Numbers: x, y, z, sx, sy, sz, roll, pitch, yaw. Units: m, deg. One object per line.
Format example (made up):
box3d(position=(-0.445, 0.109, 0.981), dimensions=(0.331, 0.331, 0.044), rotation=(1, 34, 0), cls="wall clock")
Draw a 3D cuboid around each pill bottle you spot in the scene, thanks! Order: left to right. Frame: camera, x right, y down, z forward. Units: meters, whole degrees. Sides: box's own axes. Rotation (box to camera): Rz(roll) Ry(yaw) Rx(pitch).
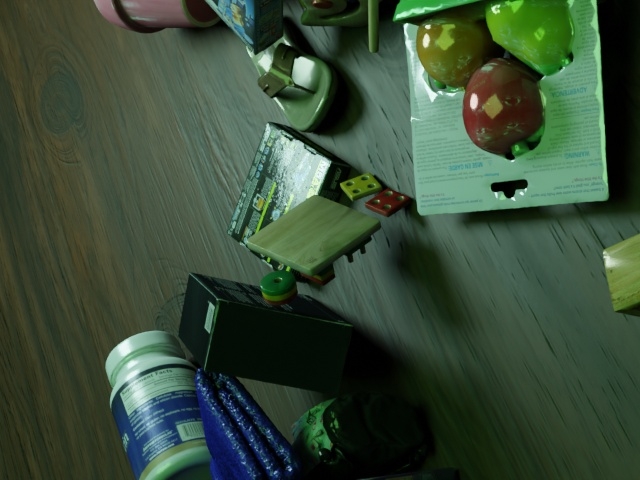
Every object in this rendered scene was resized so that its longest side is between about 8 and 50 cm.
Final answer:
box3d(position=(-0.234, 0.275, 2.185), dimensions=(0.153, 0.153, 0.265), rotation=(-54, 44, 29), cls="pill bottle")

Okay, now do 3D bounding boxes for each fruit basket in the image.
box3d(position=(0.228, -0.215, 1.752), dimensions=(0.327, 0.165, 0.353), rotation=(-5, 94, 51), cls="fruit basket")

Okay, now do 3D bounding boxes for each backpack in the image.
box3d(position=(0.036, 0.266, 1.873), dimensions=(0.182, 0.151, 0.115), rotation=(-47, 42, 51), cls="backpack")

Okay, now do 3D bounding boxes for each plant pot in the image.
box3d(position=(-0.246, -0.429, 2.345), dimensions=(0.180, 0.201, 0.201), rotation=(20, 98, 35), cls="plant pot")

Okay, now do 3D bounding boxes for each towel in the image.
box3d(position=(-0.096, 0.333, 1.918), dimensions=(0.227, 0.076, 0.308), rotation=(46, 153, 36), cls="towel")

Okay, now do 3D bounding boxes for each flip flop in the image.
box3d(position=(-0.059, -0.258, 2.144), dimensions=(0.112, 0.080, 0.277), rotation=(-58, 43, 25), cls="flip flop")

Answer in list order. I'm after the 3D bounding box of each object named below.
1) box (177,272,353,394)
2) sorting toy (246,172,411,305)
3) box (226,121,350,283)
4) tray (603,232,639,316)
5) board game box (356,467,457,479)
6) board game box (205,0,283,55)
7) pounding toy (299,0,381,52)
box3d(position=(-0.081, 0.122, 1.933), dimensions=(0.261, 0.184, 0.103), rotation=(-154, 74, -76), cls="box")
box3d(position=(0.000, 0.000, 1.923), dimensions=(0.132, 0.274, 0.046), rotation=(23, 137, 42), cls="sorting toy")
box3d(position=(-0.051, -0.059, 2.119), dimensions=(0.184, 0.045, 0.191), rotation=(33, 107, 47), cls="box")
box3d(position=(0.484, -0.019, 1.308), dimensions=(0.411, 0.202, 0.076), rotation=(-28, 60, 45), cls="tray")
box3d(position=(0.067, 0.327, 1.777), dimensions=(0.141, 0.170, 0.048), rotation=(-31, 66, 43), cls="board game box")
box3d(position=(-0.121, -0.394, 2.048), dimensions=(0.194, 0.060, 0.194), rotation=(48, 157, 9), cls="board game box")
box3d(position=(0.008, -0.335, 1.954), dimensions=(0.269, 0.154, 0.155), rotation=(130, 145, -79), cls="pounding toy")
